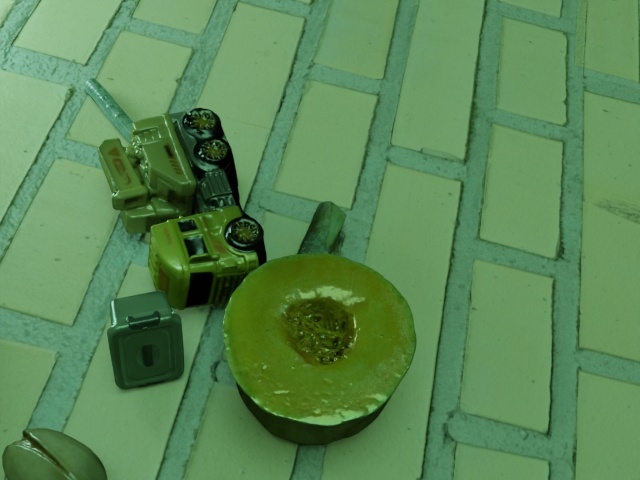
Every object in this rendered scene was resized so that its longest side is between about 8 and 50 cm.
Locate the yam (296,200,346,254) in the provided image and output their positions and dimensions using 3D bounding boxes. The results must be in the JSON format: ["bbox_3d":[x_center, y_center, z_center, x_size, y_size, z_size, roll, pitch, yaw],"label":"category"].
[{"bbox_3d":[0.000,0.000,1.554,0.068,0.068,0.169,21,58,3],"label":"yam"}]

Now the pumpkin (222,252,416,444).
[{"bbox_3d":[-0.010,0.208,1.356,0.333,0.199,0.332,4,49,-5],"label":"pumpkin"}]

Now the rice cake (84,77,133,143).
[{"bbox_3d":[-0.446,-0.277,1.670,0.033,0.033,0.207,-27,64,-36],"label":"rice cake"}]

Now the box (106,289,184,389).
[{"bbox_3d":[-0.305,0.166,1.338,0.124,0.172,0.092,-10,45,-18],"label":"box"}]

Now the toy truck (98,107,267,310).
[{"bbox_3d":[-0.263,-0.064,1.480,0.254,0.180,0.405,-13,60,-20],"label":"toy truck"}]

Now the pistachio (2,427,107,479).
[{"bbox_3d":[-0.413,0.364,1.210,0.185,0.124,0.124,29,57,12],"label":"pistachio"}]
